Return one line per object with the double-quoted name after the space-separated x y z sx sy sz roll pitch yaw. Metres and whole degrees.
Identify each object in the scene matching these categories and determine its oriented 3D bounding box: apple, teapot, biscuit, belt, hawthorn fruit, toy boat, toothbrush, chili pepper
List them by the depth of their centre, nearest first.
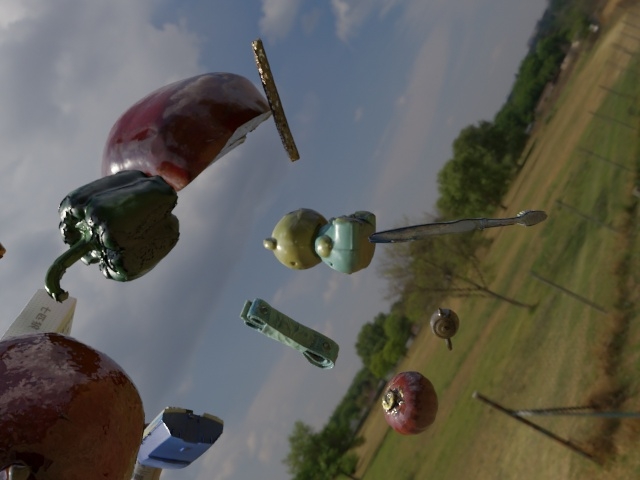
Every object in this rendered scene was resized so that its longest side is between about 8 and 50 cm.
-0.378 0.282 0.983 0.295 0.295 0.311 -68 28 26 "hawthorn fruit"
-0.353 -0.010 1.193 0.261 0.174 0.165 -42 -17 -45 "chili pepper"
-0.089 -0.268 1.391 0.131 0.026 0.236 -121 11 -76 "biscuit"
-0.309 0.416 1.482 0.295 0.129 0.088 -47 33 47 "toy boat"
-0.268 -0.192 1.499 0.365 0.329 0.295 -45 -38 -37 "apple"
0.308 -0.030 1.604 0.042 0.414 0.035 -135 38 -75 "toothbrush"
0.324 0.228 1.878 0.068 0.076 0.121 -49 -54 -73 "teapot"
-0.083 0.258 1.981 0.087 0.302 0.072 -40 23 53 "belt"

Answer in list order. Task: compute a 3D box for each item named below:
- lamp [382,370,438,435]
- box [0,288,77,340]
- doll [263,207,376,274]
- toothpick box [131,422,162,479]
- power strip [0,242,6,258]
0.142 0.257 1.140 0.101 0.090 0.101 -34 49 50 "lamp"
-0.624 0.297 1.549 0.210 0.095 0.330 -86 15 -64 "box"
0.000 0.000 1.842 0.177 0.261 0.161 -27 -61 -62 "doll"
-0.436 0.548 1.813 0.148 0.098 0.098 -69 -11 17 "toothpick box"
-0.943 -0.020 2.011 0.049 0.178 0.028 -38 -10 -18 "power strip"
